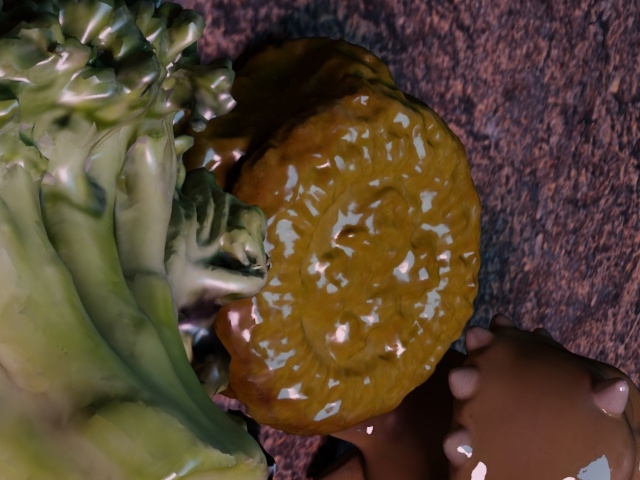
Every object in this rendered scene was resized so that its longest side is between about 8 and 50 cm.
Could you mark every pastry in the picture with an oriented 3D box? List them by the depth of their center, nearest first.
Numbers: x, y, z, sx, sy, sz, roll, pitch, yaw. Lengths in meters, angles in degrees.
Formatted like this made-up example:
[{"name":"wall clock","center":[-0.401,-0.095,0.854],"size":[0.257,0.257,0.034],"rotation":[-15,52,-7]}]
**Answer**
[{"name":"pastry","center":[0.000,0.000,0.963],"size":[0.240,0.132,0.235],"rotation":[-26,129,-43]}]

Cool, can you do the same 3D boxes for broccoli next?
[{"name":"broccoli","center":[-0.165,0.042,0.713],"size":[0.324,0.272,0.334],"rotation":[-22,147,6]}]

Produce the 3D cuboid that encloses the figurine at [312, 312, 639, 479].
[{"name":"figurine","center":[0.109,0.137,1.061],"size":[0.177,0.247,0.173],"rotation":[-66,157,-2]}]
